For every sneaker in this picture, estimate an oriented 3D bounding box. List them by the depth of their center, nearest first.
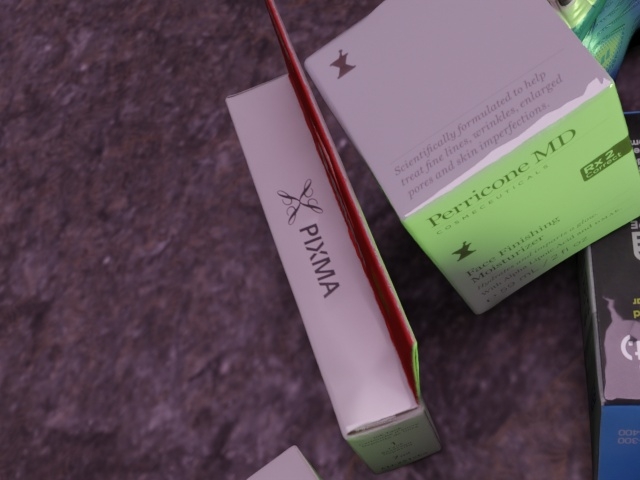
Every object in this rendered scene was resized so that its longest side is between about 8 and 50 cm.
[{"bbox_3d":[0.231,-0.243,0.891,0.129,0.147,0.330,-7,44,35],"label":"sneaker"}]

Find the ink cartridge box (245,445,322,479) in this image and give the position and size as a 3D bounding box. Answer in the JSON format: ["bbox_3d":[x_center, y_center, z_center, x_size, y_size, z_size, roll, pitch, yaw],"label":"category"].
[{"bbox_3d":[-0.010,0.232,0.707,0.092,0.143,0.090,-35,47,-7],"label":"ink cartridge box"}]

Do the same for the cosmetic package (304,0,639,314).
[{"bbox_3d":[0.112,-0.072,0.689,0.151,0.183,0.151,-34,58,8],"label":"cosmetic package"}]

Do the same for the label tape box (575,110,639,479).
[{"bbox_3d":[0.322,0.072,0.730,0.249,0.115,0.348,-2,64,9],"label":"label tape box"}]

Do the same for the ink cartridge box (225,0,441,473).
[{"bbox_3d":[0.000,0.000,0.735,0.066,0.261,0.296,-22,64,1],"label":"ink cartridge box"}]
